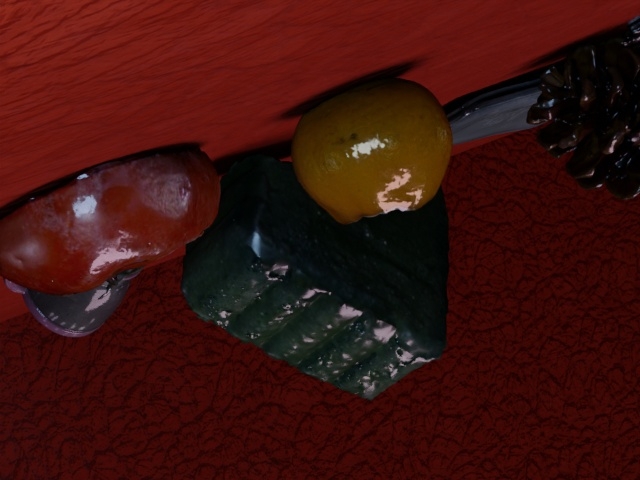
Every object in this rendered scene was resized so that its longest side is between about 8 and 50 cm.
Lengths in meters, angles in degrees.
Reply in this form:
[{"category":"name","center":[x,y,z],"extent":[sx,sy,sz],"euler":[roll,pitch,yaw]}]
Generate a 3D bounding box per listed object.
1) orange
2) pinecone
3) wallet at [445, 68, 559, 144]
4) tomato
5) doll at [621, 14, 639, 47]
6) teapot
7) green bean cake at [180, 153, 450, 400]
[{"category":"orange","center":[0.051,-0.083,1.185],"extent":[0.156,0.134,0.156],"euler":[-14,168,-3]},{"category":"pinecone","center":[0.418,-0.170,1.689],"extent":[0.309,0.244,0.244],"euler":[-3,167,-42]},{"category":"wallet","center":[0.277,-0.203,1.879],"extent":[0.290,0.054,0.251],"euler":[-16,173,-24]},{"category":"tomato","center":[-0.189,-0.006,1.124],"extent":[0.227,0.101,0.228],"euler":[-24,-179,1]},{"category":"doll","center":[0.391,-0.253,1.217],"extent":[0.219,0.067,0.091],"euler":[-28,174,15]},{"category":"teapot","center":[-0.281,0.027,1.441],"extent":[0.146,0.148,0.116],"euler":[-37,-154,37]},{"category":"green bean cake","center":[0.000,0.000,1.476],"extent":[0.169,0.300,0.308],"euler":[-39,-150,39]}]
